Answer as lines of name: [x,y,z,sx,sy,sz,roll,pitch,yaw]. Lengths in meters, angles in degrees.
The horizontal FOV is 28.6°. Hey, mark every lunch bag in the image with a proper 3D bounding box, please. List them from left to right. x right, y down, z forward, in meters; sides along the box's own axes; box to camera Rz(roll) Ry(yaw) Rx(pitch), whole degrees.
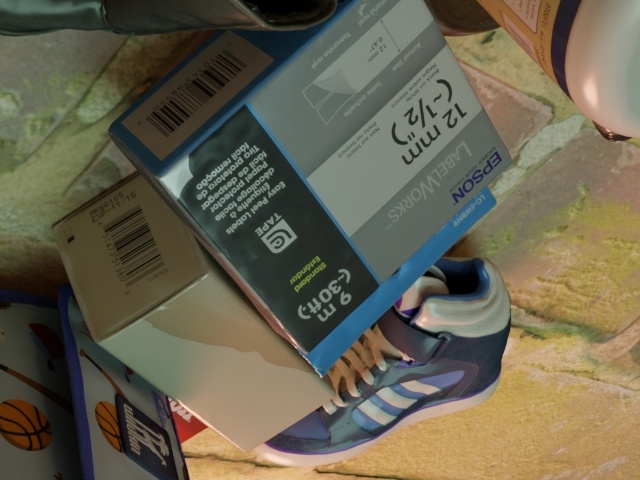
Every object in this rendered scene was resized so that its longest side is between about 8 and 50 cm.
lunch bag: [-0.281,0.208,1.077,0.385,0.328,0.239,11,130,-32]

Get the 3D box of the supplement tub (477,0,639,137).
supplement tub: [0.184,-0.246,0.841,0.228,0.316,0.228,-24,146,-18]

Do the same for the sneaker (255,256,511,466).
sneaker: [0.063,0.115,1.422,0.323,0.130,0.236,-16,134,-10]

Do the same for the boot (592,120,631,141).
boot: [0.322,-0.221,1.205,0.246,0.083,0.161,-48,137,15]

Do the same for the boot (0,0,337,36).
boot: [-0.122,-0.167,0.846,0.189,0.208,0.076,-9,108,-38]

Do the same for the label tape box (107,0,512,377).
label tape box: [0.026,-0.043,1.059,0.249,0.115,0.347,-43,128,-7]

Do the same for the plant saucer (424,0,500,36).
plant saucer: [0.150,-0.246,1.079,0.198,0.036,0.198,-18,143,-14]

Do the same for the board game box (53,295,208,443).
board game box: [-0.215,0.148,1.313,0.145,0.027,0.281,-33,139,5]

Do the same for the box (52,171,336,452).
box: [-0.113,0.076,1.215,0.121,0.148,0.311,-32,147,5]
